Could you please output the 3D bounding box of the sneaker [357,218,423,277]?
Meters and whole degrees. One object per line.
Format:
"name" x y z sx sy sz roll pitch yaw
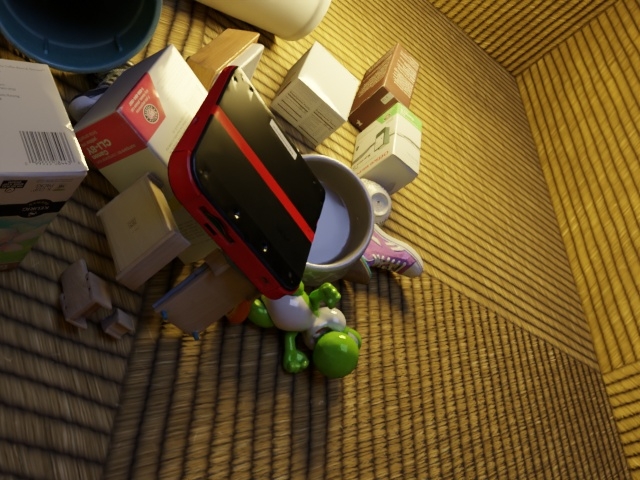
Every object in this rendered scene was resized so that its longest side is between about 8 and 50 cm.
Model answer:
"sneaker" 0.173 0.059 1.865 0.282 0.102 0.161 33 44 -10

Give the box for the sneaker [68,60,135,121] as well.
"sneaker" -0.499 -0.356 1.458 0.153 0.101 0.268 52 32 1

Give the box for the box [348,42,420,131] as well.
"box" 0.240 -0.555 2.338 0.143 0.191 0.381 42 39 -16

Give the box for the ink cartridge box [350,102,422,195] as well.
"ink cartridge box" 0.214 -0.281 2.073 0.121 0.211 0.289 37 40 -23

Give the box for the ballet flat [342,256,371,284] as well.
"ballet flat" 0.000 0.000 1.711 0.124 0.116 0.342 -35 95 -33

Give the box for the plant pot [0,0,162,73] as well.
"plant pot" -0.549 -0.599 1.391 0.341 0.341 0.334 18 30 -38

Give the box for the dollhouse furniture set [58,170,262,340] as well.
"dollhouse furniture set" -0.312 0.069 1.279 0.303 0.286 0.198 46 8 -47

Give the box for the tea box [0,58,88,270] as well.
"tea box" -0.596 -0.101 0.956 0.329 0.323 0.220 -8 67 -49

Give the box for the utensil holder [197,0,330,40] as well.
"utensil holder" -0.202 -0.839 1.982 0.386 0.328 0.327 6 57 -41

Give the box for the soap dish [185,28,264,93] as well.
"soap dish" -0.274 -0.411 1.650 0.118 0.229 0.291 31 39 -3

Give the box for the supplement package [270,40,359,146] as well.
"supplement package" -0.013 -0.474 2.036 0.204 0.145 0.261 39 39 -19

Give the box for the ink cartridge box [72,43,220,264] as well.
"ink cartridge box" -0.309 -0.179 1.386 0.384 0.160 0.279 54 33 -30

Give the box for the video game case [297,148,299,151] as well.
"video game case" -0.139 -0.210 1.788 0.206 0.026 0.227 23 46 -35

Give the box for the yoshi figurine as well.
"yoshi figurine" -0.033 0.199 1.462 0.362 0.204 0.203 35 57 -27

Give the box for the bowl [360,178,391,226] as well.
"bowl" 0.157 -0.108 1.921 0.170 0.080 0.170 2 86 -27

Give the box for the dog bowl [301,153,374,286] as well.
"dog bowl" -0.019 -0.060 1.613 0.349 0.102 0.348 5 74 -19

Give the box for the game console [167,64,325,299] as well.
"game console" -0.127 -0.108 1.265 0.386 0.060 0.342 54 35 -36
